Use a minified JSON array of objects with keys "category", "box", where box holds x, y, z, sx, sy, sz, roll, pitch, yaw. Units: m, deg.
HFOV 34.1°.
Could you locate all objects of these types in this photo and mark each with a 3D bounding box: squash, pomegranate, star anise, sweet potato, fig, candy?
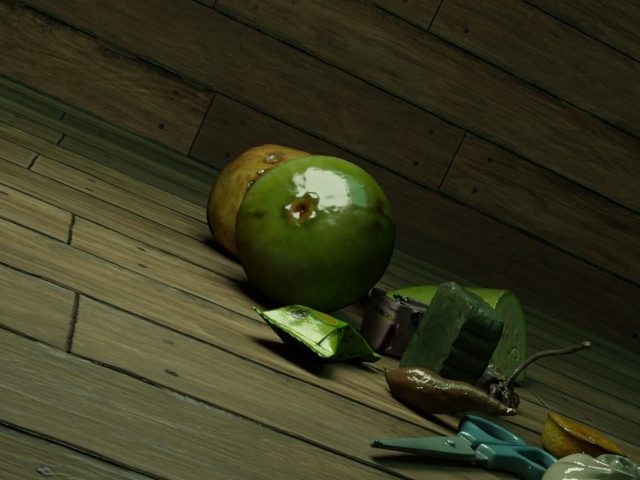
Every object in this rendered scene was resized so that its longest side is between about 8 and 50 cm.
[{"category":"squash","box":[0.259,0.199,2.231,0.308,0.210,0.233,-4,-7,29]},{"category":"pomegranate","box":[-0.094,-0.066,2.170,0.281,0.281,0.281,25,7,-3]},{"category":"star anise","box":[0.361,0.214,1.885,0.148,0.227,0.218,29,16,-25]},{"category":"sweet potato","box":[0.187,0.238,1.592,0.226,0.068,0.068,14,2,23]},{"category":"fig","box":[0.000,0.000,1.922,0.316,0.316,0.316,25,7,-3]},{"category":"candy","box":[-0.002,0.148,1.653,0.149,0.069,0.246,25,5,22]}]

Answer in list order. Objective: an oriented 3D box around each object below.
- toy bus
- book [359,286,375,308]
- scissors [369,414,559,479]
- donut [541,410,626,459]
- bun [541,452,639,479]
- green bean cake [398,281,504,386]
[{"category":"toy bus","box":[0.192,0.170,1.975,0.274,0.112,0.090,19,9,-42]},{"category":"book","box":[0.074,0.022,2.211,0.025,0.283,0.215,-16,13,-7]},{"category":"scissors","box":[0.197,0.288,1.443,0.192,0.029,0.447,30,8,38]},{"category":"donut","box":[0.434,0.344,1.747,0.151,0.058,0.152,26,6,-3]},{"category":"bun","box":[0.366,0.334,1.331,0.172,0.120,0.173,26,9,-4]},{"category":"green bean cake","box":[0.221,0.176,1.741,0.094,0.183,0.185,27,6,-9]}]
